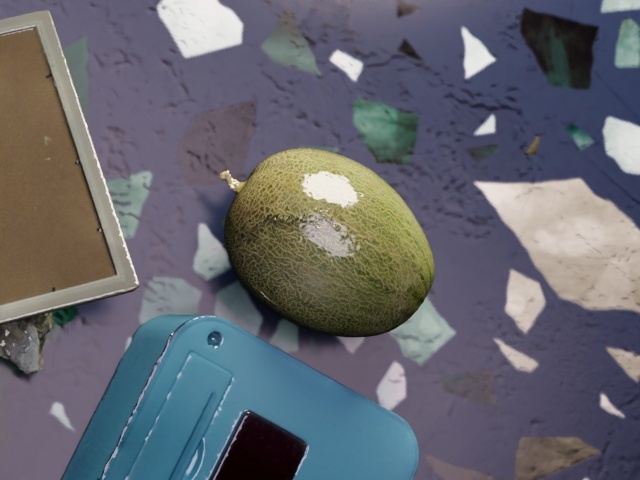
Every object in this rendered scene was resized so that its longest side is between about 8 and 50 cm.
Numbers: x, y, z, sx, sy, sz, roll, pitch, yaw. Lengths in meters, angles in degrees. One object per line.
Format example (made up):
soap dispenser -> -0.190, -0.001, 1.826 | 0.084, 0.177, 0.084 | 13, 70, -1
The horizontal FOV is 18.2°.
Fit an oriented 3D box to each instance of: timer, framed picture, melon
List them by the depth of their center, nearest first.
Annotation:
framed picture -> -0.278, -0.048, 1.552 | 0.217, 0.017, 0.274 | -13, 63, -12
melon -> 0.000, 0.000, 1.592 | 0.192, 0.139, 0.139 | 33, 78, -6
timer -> -0.068, 0.203, 1.601 | 0.250, 0.091, 0.232 | 31, 77, -19

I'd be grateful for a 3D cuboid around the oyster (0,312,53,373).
oyster -> -0.272, 0.019, 1.573 | 0.177, 0.064, 0.125 | 32, 82, -5
